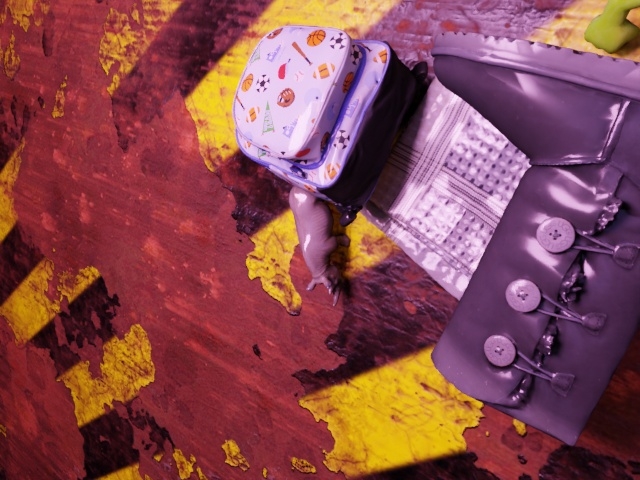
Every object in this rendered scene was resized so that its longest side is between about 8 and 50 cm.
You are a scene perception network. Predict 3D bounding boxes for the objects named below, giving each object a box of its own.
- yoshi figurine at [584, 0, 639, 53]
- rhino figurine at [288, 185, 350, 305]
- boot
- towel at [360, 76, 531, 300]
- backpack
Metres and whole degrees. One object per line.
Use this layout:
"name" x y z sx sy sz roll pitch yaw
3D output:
"yoshi figurine" 0.413 -0.306 0.524 0.202 0.204 0.363 -28 66 0
"rhino figurine" 0.000 0.000 0.857 0.073 0.106 0.244 -9 93 35
"boot" 0.246 -0.015 0.625 0.366 0.146 0.446 32 121 38
"towel" 0.233 -0.085 0.720 0.312 0.056 0.325 40 118 22
"backpack" -0.017 -0.202 0.746 0.263 0.213 0.277 25 88 43
